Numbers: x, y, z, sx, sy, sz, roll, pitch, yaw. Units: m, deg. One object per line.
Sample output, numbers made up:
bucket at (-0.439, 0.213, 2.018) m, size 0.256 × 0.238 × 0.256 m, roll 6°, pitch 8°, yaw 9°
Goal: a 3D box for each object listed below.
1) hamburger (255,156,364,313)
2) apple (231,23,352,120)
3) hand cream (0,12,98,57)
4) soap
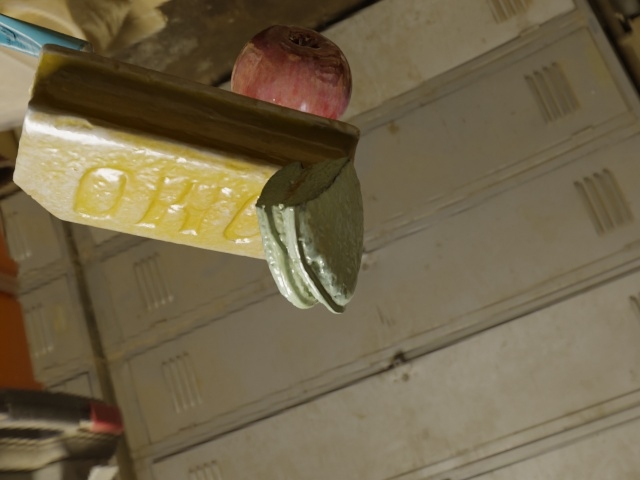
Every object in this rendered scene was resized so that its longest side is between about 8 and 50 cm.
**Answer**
hamburger at (-0.003, 0.001, 0.514) m, size 0.054 × 0.084 × 0.121 m, roll -8°, pitch -163°, yaw 12°
apple at (-0.034, -0.203, 1.035) m, size 0.153 × 0.153 × 0.120 m, roll -8°, pitch 133°, yaw -27°
hand cream at (-0.455, -0.321, 1.316) m, size 0.224 × 0.048 × 0.083 m, roll 19°, pitch 150°, yaw 13°
soap at (-0.101, -0.054, 0.609) m, size 0.232 × 0.073 × 0.140 m, roll 12°, pitch 149°, yaw -21°
